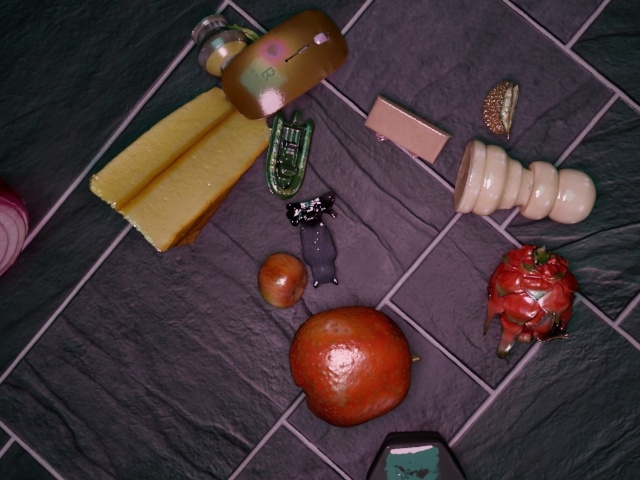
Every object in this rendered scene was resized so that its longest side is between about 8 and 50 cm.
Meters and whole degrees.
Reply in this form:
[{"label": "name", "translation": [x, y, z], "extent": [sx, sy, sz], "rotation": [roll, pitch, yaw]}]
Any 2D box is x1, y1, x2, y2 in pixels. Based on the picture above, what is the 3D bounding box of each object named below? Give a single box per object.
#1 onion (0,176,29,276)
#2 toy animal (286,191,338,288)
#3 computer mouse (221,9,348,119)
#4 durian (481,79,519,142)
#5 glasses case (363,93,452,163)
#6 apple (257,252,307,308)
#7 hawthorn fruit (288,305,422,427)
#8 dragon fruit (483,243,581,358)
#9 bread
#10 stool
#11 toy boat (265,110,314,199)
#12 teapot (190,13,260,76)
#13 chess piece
[{"label": "onion", "translation": [-0.850, -0.036, 1.764], "extent": [0.336, 0.282, 0.260], "rotation": [-40, 52, -8]}, {"label": "toy animal", "translation": [0.001, 0.003, 1.761], "extent": [0.121, 0.117, 0.210], "rotation": [-16, 86, -2]}, {"label": "computer mouse", "translation": [-0.079, -0.404, 1.765], "extent": [0.310, 0.072, 0.158], "rotation": [-36, 95, -10]}, {"label": "durian", "translation": [0.406, -0.293, 1.752], "extent": [0.071, 0.110, 0.140], "rotation": [6, 102, 39]}, {"label": "glasses case", "translation": [0.198, -0.252, 1.780], "extent": [0.193, 0.070, 0.102], "rotation": [30, 119, 3]}, {"label": "apple", "translation": [-0.089, 0.091, 1.763], "extent": [0.102, 0.126, 0.126], "rotation": [23, 91, 21]}, {"label": "hawthorn fruit", "translation": [0.078, 0.269, 1.678], "extent": [0.299, 0.275, 0.275], "rotation": [-5, 88, -9]}, {"label": "dragon fruit", "translation": [0.458, 0.132, 1.685], "extent": [0.192, 0.193, 0.274], "rotation": [12, 114, 9]}, {"label": "bread", "translation": [-0.298, -0.186, 1.731], "extent": [0.233, 0.245, 0.362], "rotation": [41, 95, 3]}, {"label": "stool", "translation": [0.213, 0.541, 1.718], "extent": [0.232, 0.141, 0.232], "rotation": [0, 89, 4]}, {"label": "toy boat", "translation": [-0.074, -0.198, 1.795], "extent": [0.104, 0.052, 0.210], "rotation": [11, 89, -26]}, {"label": "teapot", "translation": [-0.218, -0.457, 1.794], "extent": [0.165, 0.130, 0.119], "rotation": [-21, 69, -28]}, {"label": "chess piece", "translation": [0.459, -0.114, 1.708], "extent": [0.299, 0.167, 0.167], "rotation": [12, 90, 1]}]
